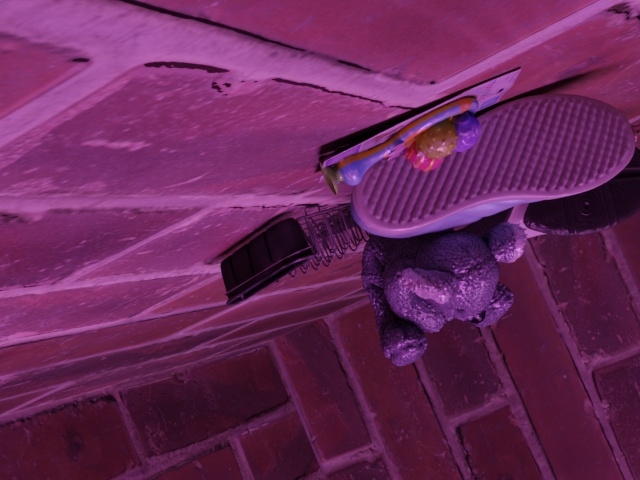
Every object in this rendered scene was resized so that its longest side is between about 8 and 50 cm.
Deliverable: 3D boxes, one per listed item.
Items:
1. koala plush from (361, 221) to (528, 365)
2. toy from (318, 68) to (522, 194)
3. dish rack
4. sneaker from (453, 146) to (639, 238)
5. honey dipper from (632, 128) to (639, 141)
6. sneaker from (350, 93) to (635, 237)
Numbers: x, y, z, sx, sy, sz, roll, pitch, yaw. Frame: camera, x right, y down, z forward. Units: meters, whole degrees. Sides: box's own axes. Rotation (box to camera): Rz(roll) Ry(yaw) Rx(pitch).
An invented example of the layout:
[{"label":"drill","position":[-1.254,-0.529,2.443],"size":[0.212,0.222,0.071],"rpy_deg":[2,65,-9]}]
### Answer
[{"label":"koala plush","position":[0.162,0.043,1.473],"size":[0.196,0.203,0.221],"rpy_deg":[-24,180,-15]},{"label":"toy","position":[0.115,-0.107,1.251],"size":[0.237,0.056,0.137],"rpy_deg":[-22,174,-5]},{"label":"dish rack","position":[0.000,0.000,1.618],"size":[0.271,0.074,0.208],"rpy_deg":[-17,172,-38]},{"label":"sneaker","position":[0.313,-0.068,1.894],"size":[0.447,0.169,0.257],"rpy_deg":[-14,180,-8]},{"label":"honey dipper","position":[0.627,-0.212,2.163],"size":[0.160,0.030,0.030],"rpy_deg":[-20,173,-39]},{"label":"sneaker","position":[0.206,-0.093,1.410],"size":[0.365,0.135,0.150],"rpy_deg":[-12,177,-8]}]
